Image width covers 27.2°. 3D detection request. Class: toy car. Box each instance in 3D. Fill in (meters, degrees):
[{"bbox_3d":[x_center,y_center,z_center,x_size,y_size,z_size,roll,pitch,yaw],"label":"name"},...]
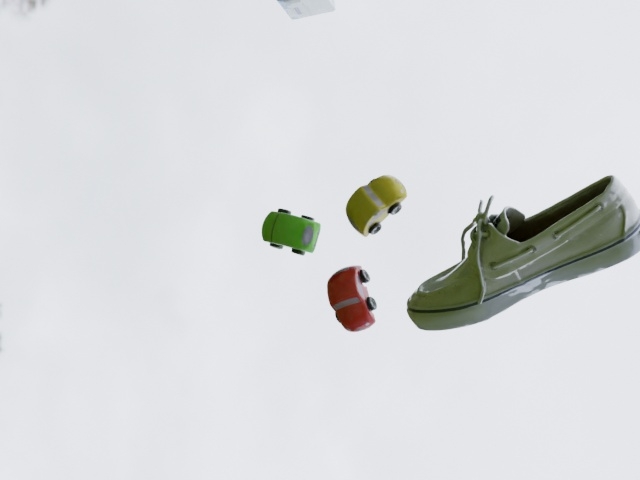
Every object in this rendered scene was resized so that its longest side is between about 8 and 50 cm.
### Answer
[{"bbox_3d":[0.000,0.000,1.965,0.225,0.053,0.239,14,-93,29],"label":"toy car"}]

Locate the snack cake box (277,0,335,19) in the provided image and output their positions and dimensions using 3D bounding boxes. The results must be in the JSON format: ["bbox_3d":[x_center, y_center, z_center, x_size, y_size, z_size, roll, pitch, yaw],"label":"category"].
[{"bbox_3d":[-0.045,-0.548,2.381,0.152,0.089,0.264,22,59,-79],"label":"snack cake box"}]

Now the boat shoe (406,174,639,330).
[{"bbox_3d":[0.263,0.001,1.855,0.367,0.156,0.136,-23,-159,24],"label":"boat shoe"}]
